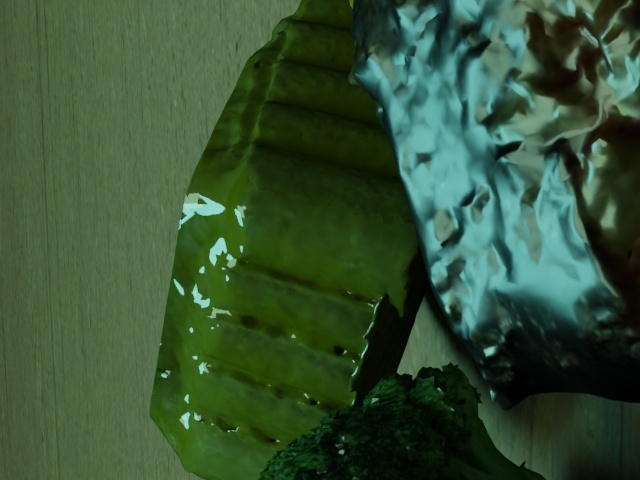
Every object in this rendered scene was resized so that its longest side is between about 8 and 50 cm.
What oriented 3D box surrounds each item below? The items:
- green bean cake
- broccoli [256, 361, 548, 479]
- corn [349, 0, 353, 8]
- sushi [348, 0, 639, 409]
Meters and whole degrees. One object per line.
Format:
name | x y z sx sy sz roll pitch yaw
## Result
green bean cake | 0.000 0.000 1.068 0.233 0.124 0.236 -67 -8 -49
broccoli | 0.060 0.205 0.931 0.269 0.241 0.261 -82 -22 -68
corn | 0.047 -0.203 1.024 0.119 0.119 0.322 106 156 -45
sushi | 0.120 -0.109 0.780 0.182 0.196 0.343 -27 75 49
